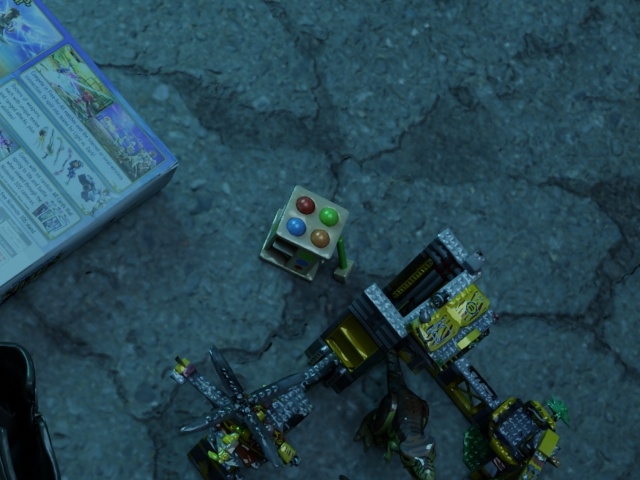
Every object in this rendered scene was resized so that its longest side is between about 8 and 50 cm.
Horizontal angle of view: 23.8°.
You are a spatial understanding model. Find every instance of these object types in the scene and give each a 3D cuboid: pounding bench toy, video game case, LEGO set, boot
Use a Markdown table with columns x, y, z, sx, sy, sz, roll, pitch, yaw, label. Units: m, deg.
| x | y | z | sx | sy | sz | roll | pitch | yaw | label |
| --- | --- | --- | --- | --- | --- | --- | --- | --- | --- |
| 0.000 | 0.000 | 1.321 | 0.083 | 0.065 | 0.052 | 26 | 63 | -8 | pounding bench toy |
| -0.297 | -0.089 | 1.257 | 0.244 | 0.061 | 0.269 | -38 | 85 | -26 | video game case |
| 0.057 | 0.149 | 1.208 | 0.331 | 0.192 | 0.255 | -26 | 79 | -26 | LEGO set |
| -0.218 | 0.208 | 1.106 | 0.083 | 0.161 | 0.246 | -15 | 74 | -24 | boot |
